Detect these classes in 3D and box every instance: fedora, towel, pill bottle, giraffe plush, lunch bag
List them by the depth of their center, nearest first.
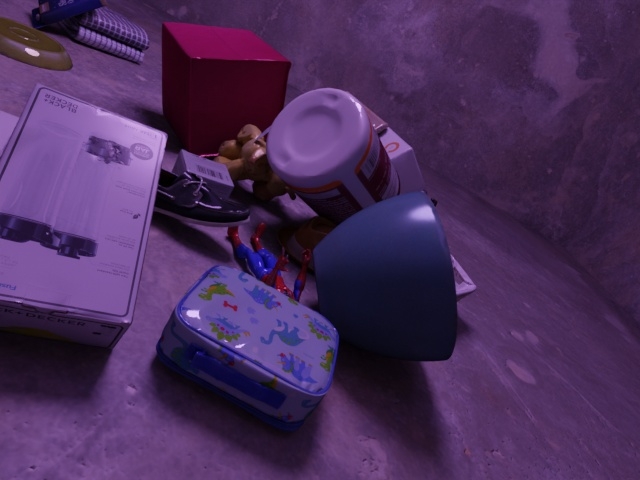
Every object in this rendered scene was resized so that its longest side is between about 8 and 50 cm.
[{"bbox_3d":[-0.089,0.135,0.589,0.219,0.090,0.176,29,22,-5],"label":"lunch bag"},{"bbox_3d":[0.000,0.000,0.991,0.194,0.079,0.194,26,24,-12],"label":"fedora"},{"bbox_3d":[0.059,-0.150,1.049,0.224,0.224,0.392,46,2,30],"label":"pill bottle"},{"bbox_3d":[-0.138,-0.170,1.080,0.170,0.210,0.181,44,44,-37],"label":"giraffe plush"},{"bbox_3d":[-0.748,-0.741,1.523,0.235,0.121,0.283,2,37,-51],"label":"towel"}]

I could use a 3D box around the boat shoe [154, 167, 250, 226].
[{"bbox_3d":[-0.236,-0.081,0.799,0.233,0.079,0.084,17,23,2],"label":"boat shoe"}]

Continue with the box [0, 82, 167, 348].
[{"bbox_3d":[-0.296,-0.032,0.533,0.169,0.087,0.289,17,51,-30],"label":"box"}]

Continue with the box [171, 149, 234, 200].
[{"bbox_3d":[-0.245,-0.113,0.904,0.101,0.087,0.102,16,26,-33],"label":"box"}]

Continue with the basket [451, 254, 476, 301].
[{"bbox_3d":[0.275,0.106,1.062,0.167,0.103,0.113,0,51,-53],"label":"basket"}]

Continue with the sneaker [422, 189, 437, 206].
[{"bbox_3d":[0.359,-0.161,1.735,0.234,0.106,0.078,20,24,-25],"label":"sneaker"}]

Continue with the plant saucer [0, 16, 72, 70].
[{"bbox_3d":[-0.765,-0.515,1.146,0.241,0.037,0.241,26,22,-12],"label":"plant saucer"}]

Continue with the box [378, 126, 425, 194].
[{"bbox_3d":[0.160,-0.260,1.484,0.168,0.215,0.345,58,4,-39],"label":"box"}]

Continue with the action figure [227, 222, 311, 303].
[{"bbox_3d":[-0.078,0.029,0.772,0.092,0.139,0.280,13,31,-35],"label":"action figure"}]

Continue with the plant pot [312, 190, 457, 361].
[{"bbox_3d":[0.090,0.072,0.768,0.196,0.290,0.290,-8,29,-2],"label":"plant pot"}]

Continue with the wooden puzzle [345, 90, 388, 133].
[{"bbox_3d":[0.012,-0.379,1.500,0.080,0.322,0.348,57,-1,-41],"label":"wooden puzzle"}]

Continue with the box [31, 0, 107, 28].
[{"bbox_3d":[-0.772,-0.722,1.356,0.036,0.225,0.136,76,-13,-56],"label":"box"}]

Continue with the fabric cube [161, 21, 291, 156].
[{"bbox_3d":[-0.256,-0.395,1.174,0.259,0.254,0.258,-10,42,-30],"label":"fabric cube"}]

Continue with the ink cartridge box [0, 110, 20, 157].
[{"bbox_3d":[-0.449,-0.108,0.632,0.219,0.092,0.160,20,26,-27],"label":"ink cartridge box"}]
